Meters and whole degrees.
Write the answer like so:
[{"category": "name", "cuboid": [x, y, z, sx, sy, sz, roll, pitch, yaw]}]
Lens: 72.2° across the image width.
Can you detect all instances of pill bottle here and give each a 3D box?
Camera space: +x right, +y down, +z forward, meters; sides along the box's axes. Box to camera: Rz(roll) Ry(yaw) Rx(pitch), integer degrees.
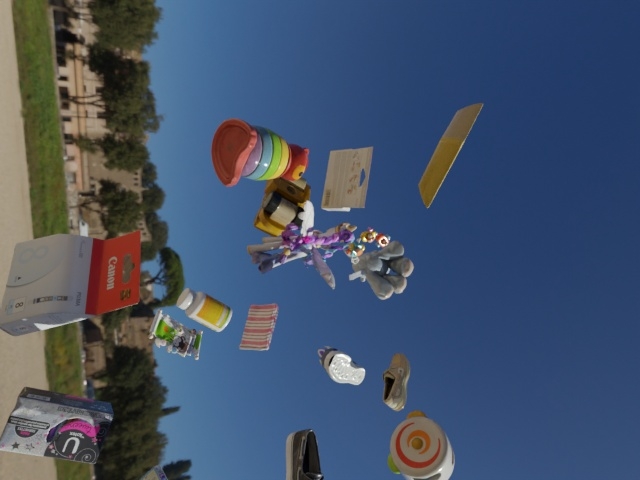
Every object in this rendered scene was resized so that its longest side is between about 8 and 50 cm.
[{"category": "pill bottle", "cuboid": [-0.567, 0.333, 2.137, 0.136, 0.246, 0.136, -37, -148, 28]}]

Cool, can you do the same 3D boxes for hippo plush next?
[{"category": "hippo plush", "cuboid": [0.232, 0.138, 1.903, 0.236, 0.294, 0.234, 147, -68, -76]}]

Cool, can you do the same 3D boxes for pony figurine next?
[{"category": "pony figurine", "cuboid": [-0.061, 0.015, 1.556, 0.351, 0.363, 0.303, -42, 118, -75]}]

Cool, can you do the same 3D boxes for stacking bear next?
[{"category": "stacking bear", "cuboid": [-0.152, -0.243, 1.274, 0.164, 0.289, 0.175, 47, -62, 34]}]

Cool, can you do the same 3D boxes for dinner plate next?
[{"category": "dinner plate", "cuboid": [0.000, 0.000, 2.469, 0.017, 0.141, 0.141, -44, -126, 27]}]

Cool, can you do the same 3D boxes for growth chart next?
[{"category": "growth chart", "cuboid": [-0.546, 0.363, 1.670, 0.021, 0.237, 0.172, -36, -143, 17]}]

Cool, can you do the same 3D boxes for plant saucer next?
[{"category": "plant saucer", "cuboid": [0.489, -0.341, 1.702, 0.081, 0.333, 0.333, 27, -40, 9]}]

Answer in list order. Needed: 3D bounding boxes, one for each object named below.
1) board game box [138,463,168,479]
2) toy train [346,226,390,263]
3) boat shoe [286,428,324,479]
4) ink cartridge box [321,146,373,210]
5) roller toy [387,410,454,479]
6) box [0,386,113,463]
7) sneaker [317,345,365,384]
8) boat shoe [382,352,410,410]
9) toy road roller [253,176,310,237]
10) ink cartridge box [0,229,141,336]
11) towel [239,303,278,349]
[{"category": "board game box", "cuboid": [-0.491, 0.728, 1.237, 0.154, 0.026, 0.103, -42, -112, 6]}, {"category": "toy train", "cuboid": [0.175, 0.023, 1.569, 0.125, 0.166, 0.046, 52, 1, -42]}, {"category": "boat shoe", "cuboid": [-0.038, 0.746, 1.360, 0.102, 0.108, 0.301, -31, -132, 33]}, {"category": "ink cartridge box", "cuboid": [0.139, -0.289, 2.097, 0.261, 0.066, 0.296, 4, -98, 41]}, {"category": "roller toy", "cuboid": [0.329, 0.680, 1.421, 0.191, 0.209, 0.146, 20, -32, 43]}, {"category": "box", "cuboid": [-0.741, 0.522, 1.242, 0.163, 0.247, 0.142, -14, -123, 61]}, {"category": "sneaker", "cuboid": [0.046, 0.566, 2.054, 0.236, 0.323, 0.130, 17, -106, 41]}, {"category": "boat shoe", "cuboid": [0.350, 0.648, 2.076, 0.109, 0.098, 0.302, -45, -163, 38]}, {"category": "toy road roller", "cuboid": [-0.197, -0.167, 2.083, 0.240, 0.202, 0.329, -42, -151, 38]}, {"category": "ink cartridge box", "cuboid": [-0.771, 0.104, 1.377, 0.091, 0.385, 0.308, 78, -4, -52]}, {"category": "towel", "cuboid": [-0.255, 0.353, 1.800, 0.144, 0.029, 0.197, -8, -126, 29]}]
